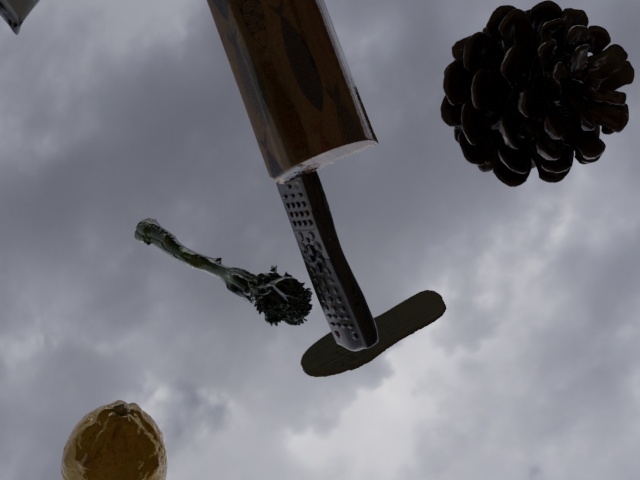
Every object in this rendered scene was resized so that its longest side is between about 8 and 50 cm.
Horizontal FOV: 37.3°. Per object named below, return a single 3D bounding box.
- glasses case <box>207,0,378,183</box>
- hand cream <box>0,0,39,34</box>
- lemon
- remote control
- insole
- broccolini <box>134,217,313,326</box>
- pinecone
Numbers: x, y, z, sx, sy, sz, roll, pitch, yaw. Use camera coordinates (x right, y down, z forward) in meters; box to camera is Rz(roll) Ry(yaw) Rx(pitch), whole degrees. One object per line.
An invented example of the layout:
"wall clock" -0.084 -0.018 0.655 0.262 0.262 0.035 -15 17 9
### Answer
"glasses case" -0.027 -0.124 0.555 0.064 0.041 0.170 -21 -97 13
"hand cream" -0.222 -0.352 0.896 0.336 0.076 0.121 -42 -102 14
"lemon" -0.219 0.236 1.006 0.114 0.155 0.114 5 -151 -3
"remote control" 0.000 0.000 0.844 0.028 0.059 0.212 -28 -76 -32
"insole" 0.063 0.110 1.121 0.188 0.004 0.064 -27 -129 -6
"broccolini" -0.104 0.018 0.959 0.254 0.071 0.057 29 -107 38
"pinecone" 0.237 -0.156 1.002 0.207 0.208 0.208 5 -115 -11
